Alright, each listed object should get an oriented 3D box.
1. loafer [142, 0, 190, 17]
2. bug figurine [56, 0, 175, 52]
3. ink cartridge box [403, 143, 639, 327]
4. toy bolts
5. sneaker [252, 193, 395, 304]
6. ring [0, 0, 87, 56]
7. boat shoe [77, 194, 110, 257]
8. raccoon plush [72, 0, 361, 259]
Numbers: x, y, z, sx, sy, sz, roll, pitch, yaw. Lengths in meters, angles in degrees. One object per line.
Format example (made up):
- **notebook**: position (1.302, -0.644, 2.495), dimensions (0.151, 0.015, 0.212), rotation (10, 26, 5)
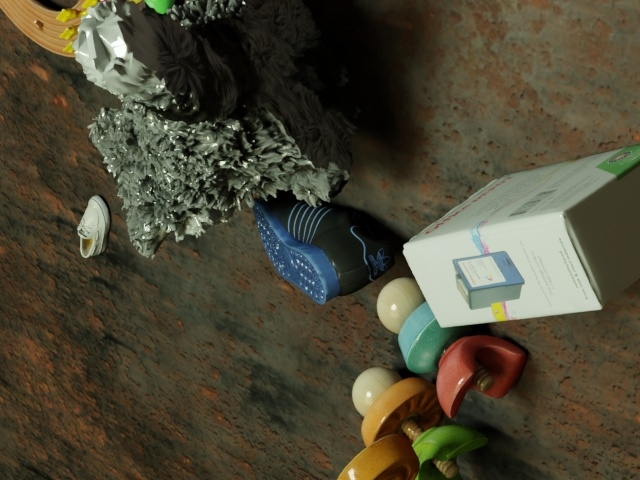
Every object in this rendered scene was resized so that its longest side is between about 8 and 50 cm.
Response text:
- **loafer**: position (-0.148, -0.305, 1.719), dimensions (0.109, 0.095, 0.303), rotation (26, 134, 42)
- **bug figurine**: position (-0.201, -0.304, 1.651), dimensions (0.279, 0.072, 0.216), rotation (-26, 71, 57)
- **ink cartridge box**: position (0.199, -0.005, 1.454), dimensions (0.212, 0.154, 0.093), rotation (-10, 109, 53)
- **toy bolts**: position (0.076, 0.154, 1.716), dimensions (0.158, 0.218, 0.229), rotation (45, 126, 30)
- **sneaker**: position (0.000, 0.000, 1.790), dimensions (0.232, 0.090, 0.081), rotation (-137, 30, -59)
- **ring**: position (-0.331, -0.375, 1.959), dimensions (0.336, 0.032, 0.337), rotation (32, 137, 35)
- **boat shoe**: position (-0.300, -0.016, 2.188), dimensions (0.035, 0.035, 0.100), rotation (42, 143, 24)
- **raccoon plush**: position (-0.175, -0.131, 1.609), dimensions (0.299, 0.446, 0.216), rotation (-22, 64, 27)
